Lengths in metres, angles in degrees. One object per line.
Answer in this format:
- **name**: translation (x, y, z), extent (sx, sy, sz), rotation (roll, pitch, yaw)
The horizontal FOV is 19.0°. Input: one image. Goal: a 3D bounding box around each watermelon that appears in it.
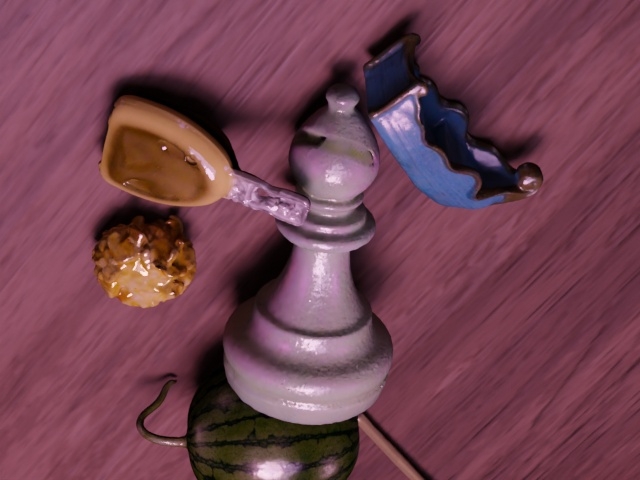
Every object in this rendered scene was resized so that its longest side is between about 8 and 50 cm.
- **watermelon**: translation (-0.061, 0.165, 1.620), extent (0.187, 0.140, 0.140), rotation (-5, 134, 0)

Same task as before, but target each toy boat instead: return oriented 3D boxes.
- **toy boat**: translation (0.103, -0.080, 1.458), extent (0.077, 0.075, 0.185), rotation (-20, 137, 20)

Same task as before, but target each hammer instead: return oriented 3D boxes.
- **hammer**: translation (0.072, 0.214, 1.775), extent (0.060, 0.028, 0.195), rotation (-24, 130, 21)

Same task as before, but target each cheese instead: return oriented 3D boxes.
- **cheese**: translation (-0.084, -0.050, 1.435), extent (0.162, 0.036, 0.086), rotation (22, 129, 2)

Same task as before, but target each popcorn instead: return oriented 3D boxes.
- **popcorn**: translation (-0.140, 0.015, 1.515), extent (0.082, 0.057, 0.083), rotation (-5, 138, 3)

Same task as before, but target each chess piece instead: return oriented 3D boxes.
- **chess piece**: translation (0.000, 0.000, 1.497), extent (0.139, 0.139, 0.271), rotation (0, 122, -11)
